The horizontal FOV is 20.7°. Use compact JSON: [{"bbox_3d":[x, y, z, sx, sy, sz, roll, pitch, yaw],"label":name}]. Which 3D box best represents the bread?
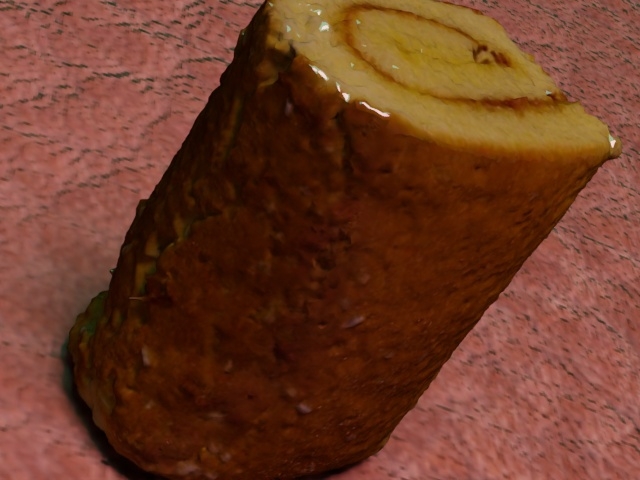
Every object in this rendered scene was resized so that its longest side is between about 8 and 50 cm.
[{"bbox_3d":[0.000,0.000,0.606,0.132,0.172,0.103,2,45,-41],"label":"bread"}]
